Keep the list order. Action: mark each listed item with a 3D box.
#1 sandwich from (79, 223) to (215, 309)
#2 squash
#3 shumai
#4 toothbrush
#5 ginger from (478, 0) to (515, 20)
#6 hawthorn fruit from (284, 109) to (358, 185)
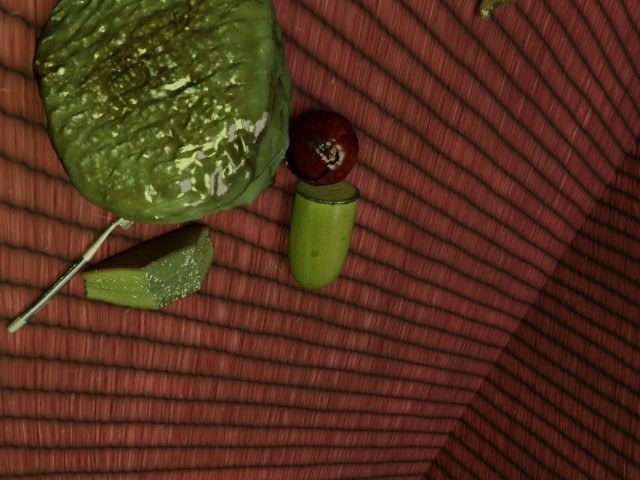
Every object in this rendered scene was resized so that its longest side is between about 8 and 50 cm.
[{"bbox_3d":[-0.280,0.049,1.194,0.258,0.096,0.094,-26,128,-34],"label":"sandwich"},{"bbox_3d":[0.000,0.000,1.409,0.132,0.132,0.247,-18,128,-37],"label":"squash"},{"bbox_3d":[-0.178,-0.197,0.970,0.324,0.397,0.323,-11,168,11],"label":"shumai"},{"bbox_3d":[-0.402,0.047,1.117,0.288,0.026,0.024,-46,-178,-9],"label":"toothbrush"},{"bbox_3d":[0.397,-0.536,1.495,0.137,0.044,0.057,-34,155,-21],"label":"ginger"},{"bbox_3d":[0.005,-0.168,1.265,0.148,0.172,0.148,-3,106,-10],"label":"hawthorn fruit"}]
